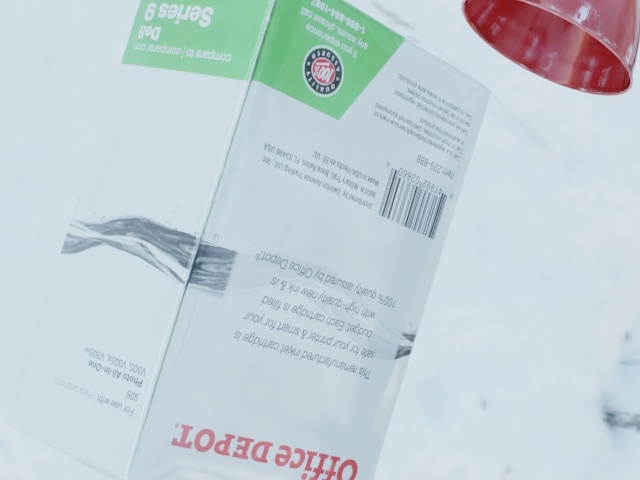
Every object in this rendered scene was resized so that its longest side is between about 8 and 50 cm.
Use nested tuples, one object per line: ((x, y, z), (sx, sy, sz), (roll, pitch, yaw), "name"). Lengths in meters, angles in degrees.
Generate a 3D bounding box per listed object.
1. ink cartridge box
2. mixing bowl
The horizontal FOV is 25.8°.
((-0.037, 0.006, 0.833), (0.211, 0.122, 0.289), (22, 84, -49), "ink cartridge box")
((0.239, -0.227, 1.343), (0.181, 0.181, 0.098), (34, 81, -32), "mixing bowl")
